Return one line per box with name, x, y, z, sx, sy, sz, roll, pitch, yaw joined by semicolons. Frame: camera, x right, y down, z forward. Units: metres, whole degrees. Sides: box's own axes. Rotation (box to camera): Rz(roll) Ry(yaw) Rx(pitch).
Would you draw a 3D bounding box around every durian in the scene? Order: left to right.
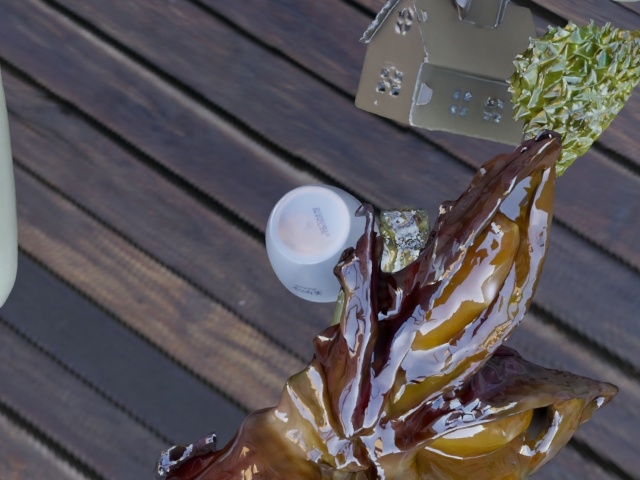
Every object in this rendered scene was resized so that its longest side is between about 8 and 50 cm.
durian;0.227;-0.139;1.473;0.108;0.119;0.187;36;117;2

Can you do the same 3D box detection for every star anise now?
star anise;0.022;0.063;0.470;0.212;0.157;0.053;-53;45;6

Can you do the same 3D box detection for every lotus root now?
lotus root;0.054;0.055;1.114;0.090;0.077;0.183;33;123;36

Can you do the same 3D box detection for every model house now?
model house;0.139;-0.244;1.620;0.176;0.180;0.248;25;103;50

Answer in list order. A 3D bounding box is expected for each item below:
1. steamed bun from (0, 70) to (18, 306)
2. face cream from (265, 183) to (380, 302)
steamed bun;-0.513;-0.059;1.396;0.455;0.290;0.371;-5;113;-8
face cream;0.000;0.000;1.224;0.091;0.095;0.091;-3;74;10
